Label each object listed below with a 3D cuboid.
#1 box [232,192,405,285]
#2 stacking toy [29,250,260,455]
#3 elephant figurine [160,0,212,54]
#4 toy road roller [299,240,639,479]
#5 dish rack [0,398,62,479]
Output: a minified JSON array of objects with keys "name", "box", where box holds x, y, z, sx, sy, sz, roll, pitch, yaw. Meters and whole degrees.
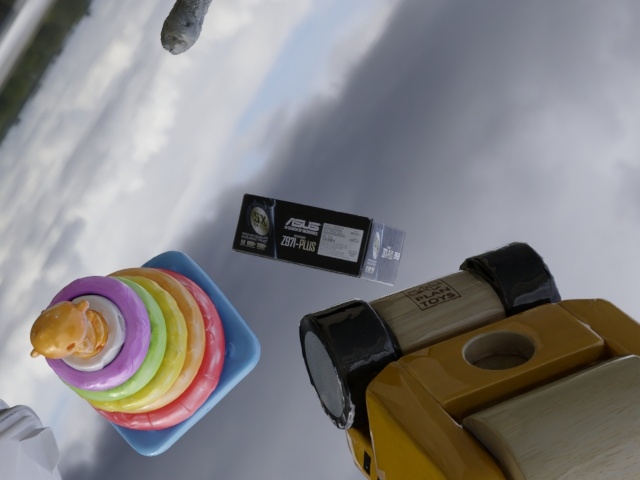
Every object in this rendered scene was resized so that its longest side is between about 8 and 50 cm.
[{"name":"box","box":[0.000,0.000,1.850,0.147,0.180,0.078,18,84,-69]},{"name":"stacking toy","box":[-0.197,0.093,1.336,0.175,0.166,0.302,-44,164,5]},{"name":"elephant figurine","box":[-0.097,-0.339,1.470,0.169,0.186,0.239,51,-38,38]},{"name":"toy road roller","box":[0.139,0.168,1.080,0.202,0.241,0.329,-19,-152,-18]},{"name":"dish rack","box":[-0.313,0.339,1.477,0.072,0.333,0.285,-14,-172,17]}]
